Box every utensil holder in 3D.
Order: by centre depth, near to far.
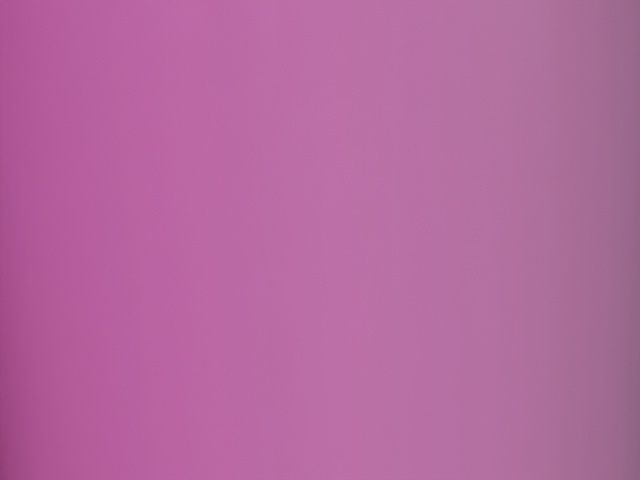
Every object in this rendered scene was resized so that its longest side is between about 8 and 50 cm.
[{"bbox_3d":[0.000,0.000,0.649,0.327,0.327,0.386,-45,138,-59],"label":"utensil holder"}]
